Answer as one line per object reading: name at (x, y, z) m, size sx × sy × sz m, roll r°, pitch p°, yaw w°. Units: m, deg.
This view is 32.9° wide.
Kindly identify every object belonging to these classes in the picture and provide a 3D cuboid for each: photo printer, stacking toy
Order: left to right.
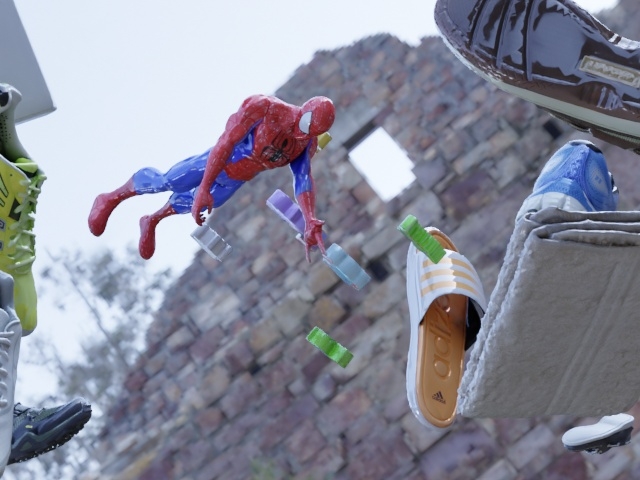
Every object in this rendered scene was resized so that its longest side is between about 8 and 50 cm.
photo printer at (-0.590, -0.309, 1.716) m, size 0.256 × 0.307 × 0.107 m, roll -23°, pitch 8°, yaw -25°
stacking toy at (0.000, 0.000, 1.085) m, size 0.167 × 0.221 × 0.052 m, roll -49°, pitch 10°, yaw -8°

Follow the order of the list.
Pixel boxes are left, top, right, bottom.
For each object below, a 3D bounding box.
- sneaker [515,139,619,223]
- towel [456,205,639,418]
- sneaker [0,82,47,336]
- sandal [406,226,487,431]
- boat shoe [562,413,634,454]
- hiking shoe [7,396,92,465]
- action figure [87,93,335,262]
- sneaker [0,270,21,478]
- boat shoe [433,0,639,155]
sneaker at (0.325, -0.020, 1.369) m, size 0.147 × 0.130 × 0.330 m, roll -63°, pitch -17°, yaw -16°
towel at (0.242, 0.075, 1.014) m, size 0.187 × 0.049 × 0.282 m, roll 1°, pitch -44°, yaw -11°
sneaker at (-0.469, -0.043, 1.556) m, size 0.147 × 0.385 × 0.145 m, roll -11°, pitch 11°, yaw 16°
sandal at (0.161, 0.097, 1.288) m, size 0.102 × 0.265 × 0.076 m, roll 26°, pitch -38°, yaw -31°
boat shoe at (0.352, 0.251, 1.370) m, size 0.125 × 0.038 × 0.046 m, roll -11°, pitch 13°, yaw -42°
hiking shoe at (-0.412, 0.236, 1.404) m, size 0.227 × 0.114 × 0.086 m, roll -22°, pitch -8°, yaw -2°
action figure at (-0.090, -0.028, 0.933) m, size 0.091 × 0.139 × 0.280 m, roll 26°, pitch -41°, yaw -37°
sneaker at (-0.390, 0.149, 1.225) m, size 0.110 × 0.292 × 0.118 m, roll 19°, pitch -57°, yaw -31°
boat shoe at (0.207, -0.129, 0.882) m, size 0.095 × 0.257 × 0.095 m, roll -54°, pitch -23°, yaw -10°
